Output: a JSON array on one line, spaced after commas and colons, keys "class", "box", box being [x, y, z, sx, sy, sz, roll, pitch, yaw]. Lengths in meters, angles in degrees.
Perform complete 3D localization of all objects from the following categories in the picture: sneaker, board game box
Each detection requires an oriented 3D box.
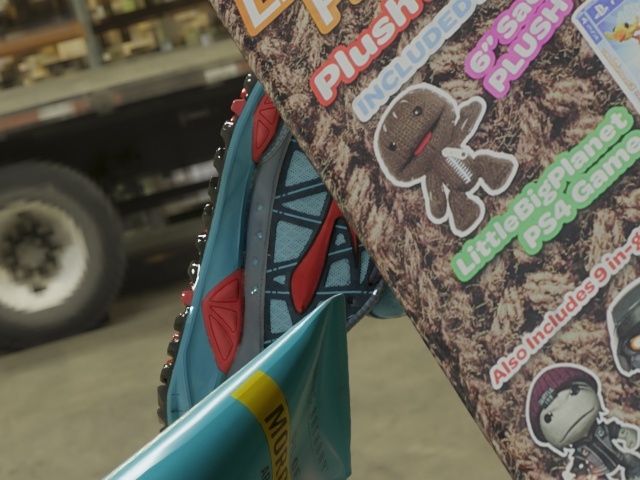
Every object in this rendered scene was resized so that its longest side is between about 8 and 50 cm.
[{"class": "sneaker", "box": [0.000, 0.000, 0.909, 0.125, 0.262, 0.104, 15, 7, 3]}, {"class": "board game box", "box": [0.120, -0.021, 0.574, 0.141, 0.291, 0.232, -45, -42, 16]}]

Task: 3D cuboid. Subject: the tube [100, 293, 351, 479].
[{"class": "tube", "box": [-0.050, 0.096, 0.546, 0.052, 0.080, 0.207, 21, 36, 28]}]
